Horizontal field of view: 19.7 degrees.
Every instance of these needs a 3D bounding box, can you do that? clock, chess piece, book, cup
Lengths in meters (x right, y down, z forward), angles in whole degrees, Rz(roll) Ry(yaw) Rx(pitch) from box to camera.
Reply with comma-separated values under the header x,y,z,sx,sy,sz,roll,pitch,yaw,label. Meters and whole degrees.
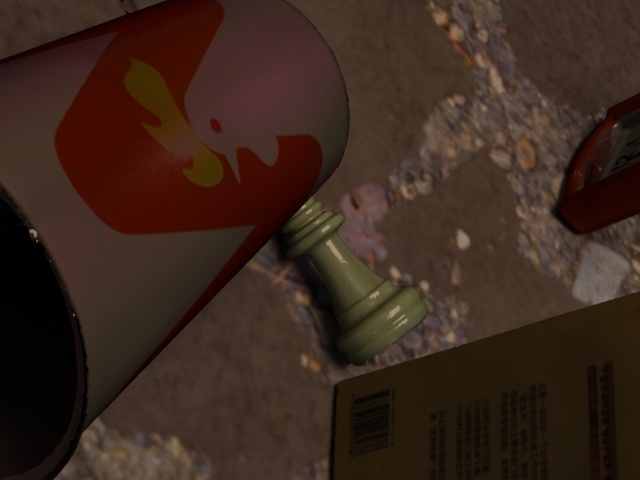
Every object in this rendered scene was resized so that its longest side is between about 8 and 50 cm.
x,y,z,sx,sy,sz,roll,pitch,yaw,label
0.242,-0.064,1.248,0.061,0.155,0.113,47,49,-17,clock
0.000,0.000,1.093,0.059,0.059,0.149,-34,88,-43,chess piece
0.101,0.123,0.997,0.026,0.231,0.161,31,51,-41,book
-0.112,-0.026,0.929,0.203,0.203,0.288,57,39,-4,cup
